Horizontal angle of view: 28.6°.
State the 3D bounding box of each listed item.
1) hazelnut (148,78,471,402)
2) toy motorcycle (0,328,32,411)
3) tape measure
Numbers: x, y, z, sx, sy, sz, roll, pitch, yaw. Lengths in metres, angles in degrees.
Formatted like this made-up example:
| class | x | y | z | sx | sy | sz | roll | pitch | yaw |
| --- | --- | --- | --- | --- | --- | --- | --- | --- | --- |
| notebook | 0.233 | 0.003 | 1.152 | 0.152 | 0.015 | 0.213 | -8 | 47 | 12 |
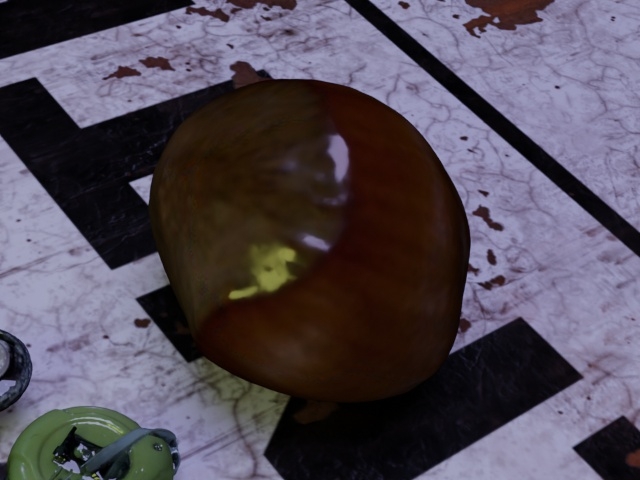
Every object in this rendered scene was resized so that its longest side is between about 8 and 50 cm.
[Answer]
| class | x | y | z | sx | sy | sz | roll | pitch | yaw |
| --- | --- | --- | --- | --- | --- | --- | --- | --- | --- |
| hazelnut | -0.006 | -0.003 | 1.327 | 0.366 | 0.366 | 0.366 | 7 | 44 | -7 |
| toy motorcycle | -0.468 | 0.128 | 1.214 | 0.340 | 0.108 | 0.223 | 22 | 52 | 9 |
| tape measure | -0.221 | 0.228 | 1.186 | 0.154 | 0.087 | 0.177 | 27 | 43 | 14 |
